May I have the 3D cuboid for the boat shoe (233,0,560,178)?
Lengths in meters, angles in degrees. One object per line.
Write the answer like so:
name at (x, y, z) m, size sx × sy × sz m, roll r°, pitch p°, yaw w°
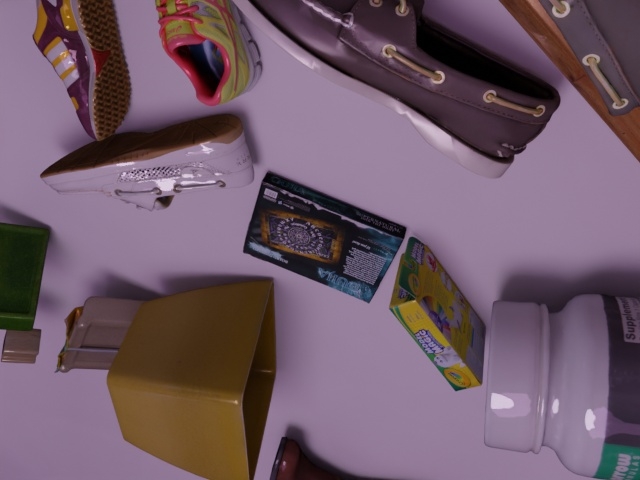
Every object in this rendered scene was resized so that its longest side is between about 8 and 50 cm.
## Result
boat shoe at (0.070, -0.179, 0.574) m, size 0.324 × 0.116 × 0.096 m, roll 30°, pitch 126°, yaw -12°

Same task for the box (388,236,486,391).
box at (0.142, 0.089, 0.767) m, size 0.043 × 0.105 × 0.179 m, roll -23°, pitch 117°, yaw 31°

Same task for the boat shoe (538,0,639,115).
boat shoe at (0.155, -0.206, 0.428) m, size 0.305 × 0.109 × 0.091 m, roll 38°, pitch 125°, yaw -18°

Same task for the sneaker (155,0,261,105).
sneaker at (-0.128, -0.227, 0.612) m, size 0.081 × 0.094 × 0.208 m, roll -12°, pitch 121°, yaw 28°

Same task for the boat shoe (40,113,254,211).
boat shoe at (-0.211, -0.077, 0.758) m, size 0.277 × 0.098 × 0.096 m, roll -5°, pitch 125°, yaw 21°

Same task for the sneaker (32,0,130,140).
sneaker at (-0.273, -0.205, 0.704) m, size 0.084 × 0.069 × 0.185 m, roll 16°, pitch 125°, yaw 17°

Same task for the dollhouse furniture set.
dollhouse furniture set at (-0.390, 0.103, 0.984) m, size 0.302 × 0.151 × 0.197 m, roll 9°, pitch 144°, yaw -27°

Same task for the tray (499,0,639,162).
tray at (0.305, -0.188, 0.511) m, size 0.411 × 0.076 × 0.203 m, roll 42°, pitch 128°, yaw -15°

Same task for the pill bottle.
pill bottle at (0.371, 0.166, 0.686) m, size 0.361 × 0.204 × 0.204 m, roll 3°, pitch 128°, yaw 17°

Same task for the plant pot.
plant pot at (-0.172, 0.190, 0.868) m, size 0.187 × 0.212 × 0.212 m, roll 6°, pitch 129°, yaw 5°

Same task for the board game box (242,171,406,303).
board game box at (0.000, 0.000, 0.796) m, size 0.186 × 0.026 × 0.126 m, roll 23°, pitch 131°, yaw 0°

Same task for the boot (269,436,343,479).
boot at (0.061, 0.445, 1.089) m, size 0.281 × 0.096 × 0.264 m, roll 4°, pitch 128°, yaw 15°
